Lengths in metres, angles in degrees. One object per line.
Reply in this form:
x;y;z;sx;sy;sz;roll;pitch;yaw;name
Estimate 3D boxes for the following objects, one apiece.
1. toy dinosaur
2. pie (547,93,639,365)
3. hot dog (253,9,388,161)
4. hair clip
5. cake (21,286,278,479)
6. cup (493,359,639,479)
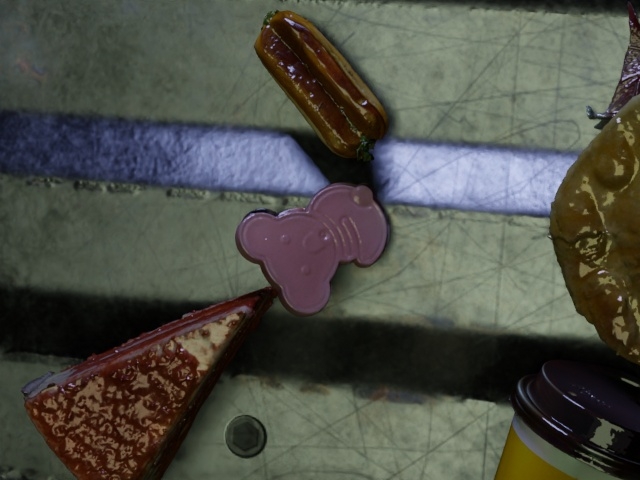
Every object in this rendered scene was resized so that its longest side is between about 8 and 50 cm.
0.320;-0.129;1.708;0.108;0.032;0.220;-14;88;16;toy dinosaur
0.385;-0.008;1.622;0.339;0.083;0.339;0;90;26;pie
0.004;-0.158;1.766;0.072;0.055;0.188;-40;84;15;hot dog
-0.001;0.000;1.752;0.138;0.102;0.123;-32;88;12;hair clip
-0.148;0.167;1.767;0.262;0.158;0.159;-22;92;12;cake
0.240;0.264;1.674;0.196;0.196;0.279;25;106;11;cup
